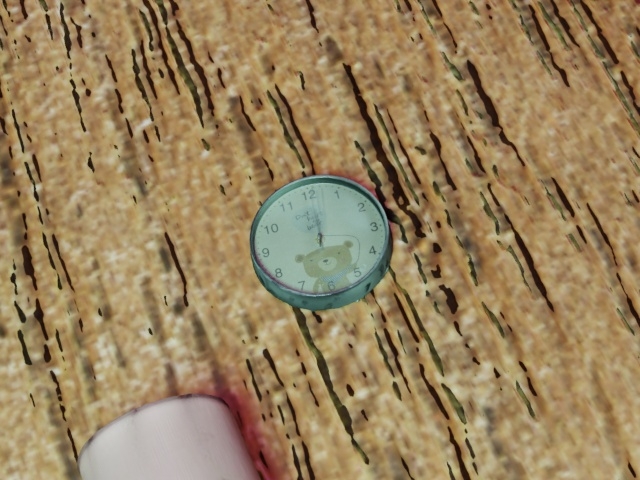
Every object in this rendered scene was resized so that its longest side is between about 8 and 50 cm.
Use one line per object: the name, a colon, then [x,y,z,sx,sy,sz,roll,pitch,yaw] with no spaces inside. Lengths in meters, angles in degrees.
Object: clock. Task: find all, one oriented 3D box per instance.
clock: [0.000,0.000,0.906,0.085,0.017,0.085,-3,60,5]

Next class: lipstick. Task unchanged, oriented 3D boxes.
lipstick: [-0.025,0.231,0.740,0.087,0.087,0.327,-23,60,-6]
